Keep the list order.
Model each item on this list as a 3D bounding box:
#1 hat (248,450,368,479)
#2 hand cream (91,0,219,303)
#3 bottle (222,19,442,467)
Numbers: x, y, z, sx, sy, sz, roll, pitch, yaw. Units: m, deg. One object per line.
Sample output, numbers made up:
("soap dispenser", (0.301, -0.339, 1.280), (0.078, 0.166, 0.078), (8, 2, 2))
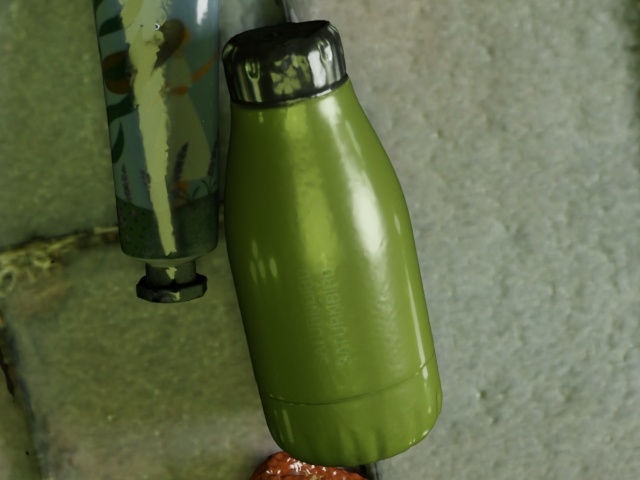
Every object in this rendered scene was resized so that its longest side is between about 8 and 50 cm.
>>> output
("hat", (-0.019, 0.227, 1.139), (0.112, 0.094, 0.162), (24, 125, -2))
("hand cream", (-0.097, -0.098, 1.026), (0.091, 0.058, 0.271), (-3, 104, -6))
("bottle", (0.000, 0.000, 1.034), (0.112, 0.112, 0.260), (-11, 110, 0))
